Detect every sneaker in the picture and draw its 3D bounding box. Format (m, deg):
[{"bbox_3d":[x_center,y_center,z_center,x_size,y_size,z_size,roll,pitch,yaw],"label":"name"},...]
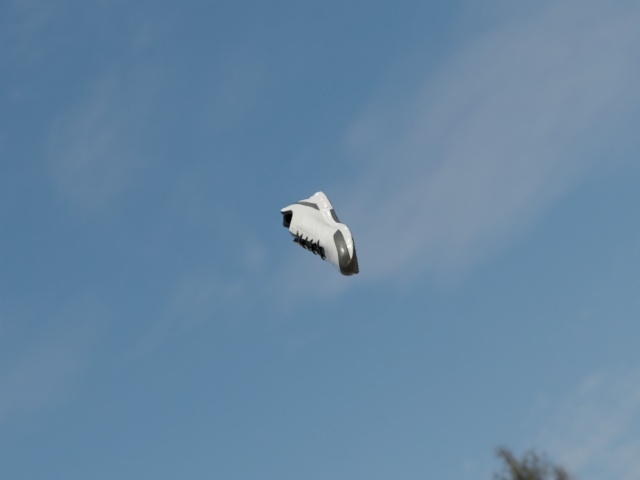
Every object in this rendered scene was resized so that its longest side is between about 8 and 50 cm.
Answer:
[{"bbox_3d":[0.000,0.000,1.302,0.043,0.109,0.040,-16,-58,-13],"label":"sneaker"}]
